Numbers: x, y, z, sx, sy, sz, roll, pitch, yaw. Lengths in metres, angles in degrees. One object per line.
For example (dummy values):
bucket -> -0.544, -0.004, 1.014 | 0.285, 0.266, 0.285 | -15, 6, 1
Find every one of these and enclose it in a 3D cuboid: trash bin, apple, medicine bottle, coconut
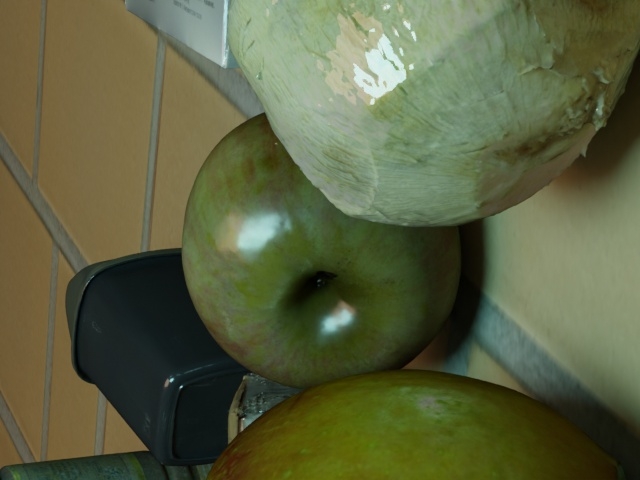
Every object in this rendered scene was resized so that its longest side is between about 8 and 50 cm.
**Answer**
trash bin -> -0.167, 0.125, 1.990 | 0.290, 0.209, 0.182 | 45, 132, 48
apple -> 0.081, 0.286, 1.304 | 0.374, 0.374, 0.384 | 36, 140, 59
medicine bottle -> -0.266, 0.340, 2.092 | 0.151, 0.322, 0.151 | 177, 90, -66
coconut -> 0.096, -0.148, 1.265 | 0.255, 0.297, 0.297 | 60, 148, 16
apple -> 0.000, 0.000, 1.548 | 0.234, 0.256, 0.257 | -95, 12, -64

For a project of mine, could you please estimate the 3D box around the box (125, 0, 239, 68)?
box -> -0.072, -0.279, 1.747 | 0.333, 0.173, 0.145 | -145, 53, -60

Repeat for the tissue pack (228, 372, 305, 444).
tissue pack -> 0.029, 0.285, 1.583 | 0.238, 0.238, 0.306 | -171, 78, -65
